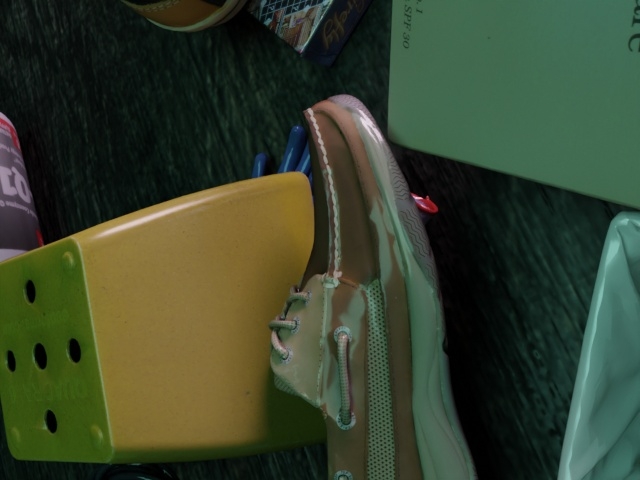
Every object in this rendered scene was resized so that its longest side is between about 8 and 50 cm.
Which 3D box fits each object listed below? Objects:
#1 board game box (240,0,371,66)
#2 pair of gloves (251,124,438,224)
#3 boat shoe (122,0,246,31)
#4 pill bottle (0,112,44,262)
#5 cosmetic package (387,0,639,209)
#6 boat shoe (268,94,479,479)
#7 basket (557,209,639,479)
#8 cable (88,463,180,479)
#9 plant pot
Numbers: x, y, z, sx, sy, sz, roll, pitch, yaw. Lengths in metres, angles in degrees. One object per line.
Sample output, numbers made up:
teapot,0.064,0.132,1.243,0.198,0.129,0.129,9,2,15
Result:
board game box,0.011,-0.290,0.572,0.165,0.042,0.243,47,113,30
pair of gloves,0.000,0.000,0.571,0.198,0.023,0.159,38,107,33
boat shoe,-0.082,-0.407,0.492,0.187,0.156,0.499,26,108,26
pill bottle,-0.402,-0.001,0.783,0.161,0.161,0.283,-33,68,30
cosmetic package,0.179,-0.100,0.332,0.310,0.113,0.160,24,122,47
boat shoe,0.021,0.066,0.450,0.117,0.123,0.324,-12,85,3
basket,0.205,0.076,0.361,0.113,0.103,0.167,13,93,37
cable,-0.145,0.259,0.601,0.150,0.047,0.184,46,136,17
plant pot,-0.129,0.071,0.535,0.212,0.187,0.212,-14,84,40
